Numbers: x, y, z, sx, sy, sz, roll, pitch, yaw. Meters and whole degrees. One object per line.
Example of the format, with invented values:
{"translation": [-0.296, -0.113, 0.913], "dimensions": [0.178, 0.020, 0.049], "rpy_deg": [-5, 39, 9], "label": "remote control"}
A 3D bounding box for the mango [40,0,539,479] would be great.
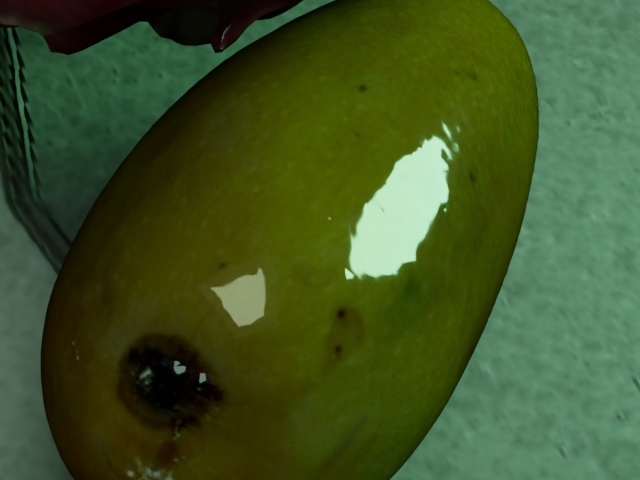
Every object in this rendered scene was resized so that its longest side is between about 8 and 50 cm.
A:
{"translation": [0.000, 0.000, 0.481], "dimensions": [0.113, 0.138, 0.253], "rpy_deg": [21, 37, 13], "label": "mango"}

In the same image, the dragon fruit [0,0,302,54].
{"translation": [-0.042, -0.192, 0.461], "dimensions": [0.371, 0.386, 0.249], "rpy_deg": [-41, 106, -45], "label": "dragon fruit"}
